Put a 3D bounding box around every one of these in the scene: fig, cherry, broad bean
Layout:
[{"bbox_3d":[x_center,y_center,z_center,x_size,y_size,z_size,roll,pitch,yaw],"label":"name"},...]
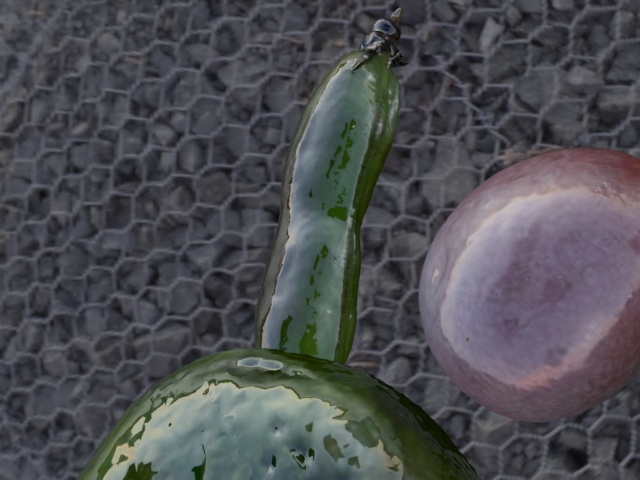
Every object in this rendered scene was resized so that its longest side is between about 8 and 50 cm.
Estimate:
[{"bbox_3d":[-0.001,0.164,0.472,0.203,0.235,0.203,-13,58,23],"label":"fig"},{"bbox_3d":[0.194,0.021,0.956,0.206,0.239,0.239,27,104,20],"label":"cherry"},{"bbox_3d":[0.000,0.000,0.743,0.077,0.061,0.339,-1,73,47],"label":"broad bean"}]
